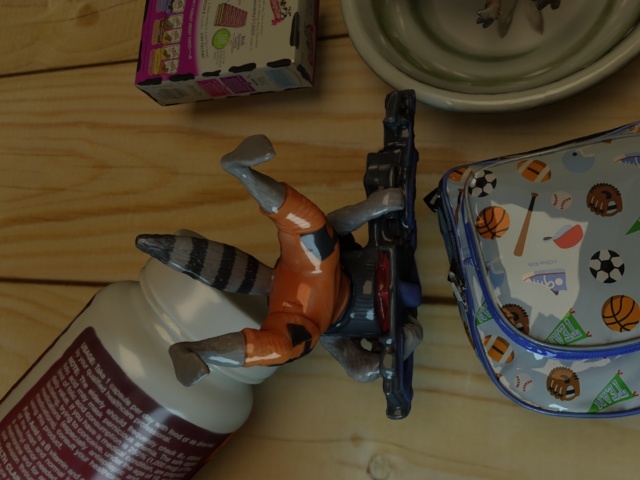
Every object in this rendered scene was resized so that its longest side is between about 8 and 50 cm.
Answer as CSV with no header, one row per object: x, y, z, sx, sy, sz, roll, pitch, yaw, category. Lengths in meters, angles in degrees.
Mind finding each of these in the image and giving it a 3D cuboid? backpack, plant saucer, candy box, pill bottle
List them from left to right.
-0.222,0.190,0.767,0.392,0.224,0.224,-46,64,5,pill bottle
-0.121,-0.274,0.881,0.233,0.071,0.159,-2,75,22,candy box
0.224,-0.320,0.792,0.400,0.100,0.400,-6,73,20,plant saucer
0.248,0.035,0.634,0.276,0.213,0.263,-13,81,16,backpack

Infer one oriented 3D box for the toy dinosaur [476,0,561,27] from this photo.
0.178,-0.347,0.701,0.295,0.127,0.200,-13,63,13,toy dinosaur

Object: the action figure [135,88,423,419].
0.000,0.000,0.674,0.178,0.330,0.341,-2,77,33,action figure
